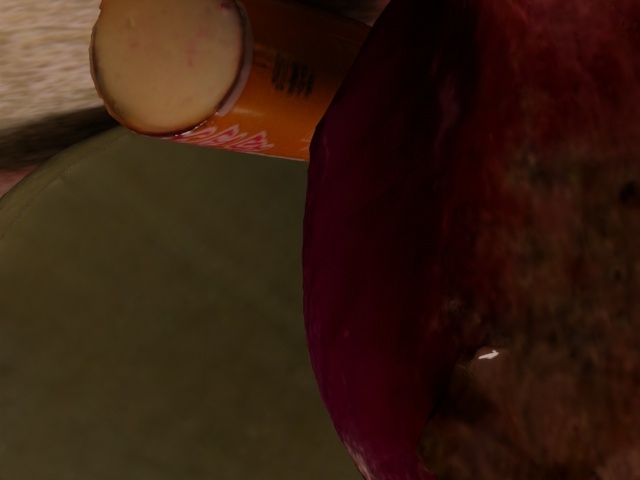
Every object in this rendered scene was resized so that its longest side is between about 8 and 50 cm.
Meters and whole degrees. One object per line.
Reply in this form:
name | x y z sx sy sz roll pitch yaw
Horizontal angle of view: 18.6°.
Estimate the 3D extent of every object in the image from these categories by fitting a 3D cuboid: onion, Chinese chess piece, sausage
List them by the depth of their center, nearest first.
onion | 0.132 -0.039 0.687 0.348 0.347 0.385 -17 134 15
sausage | -0.015 -0.071 0.855 0.071 0.071 0.234 -18 171 22
Chinese chess piece | -0.043 0.104 1.011 0.349 0.349 0.146 -12 169 -21
